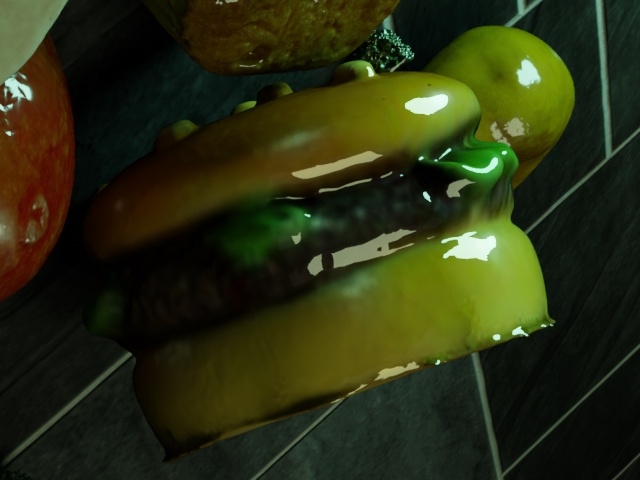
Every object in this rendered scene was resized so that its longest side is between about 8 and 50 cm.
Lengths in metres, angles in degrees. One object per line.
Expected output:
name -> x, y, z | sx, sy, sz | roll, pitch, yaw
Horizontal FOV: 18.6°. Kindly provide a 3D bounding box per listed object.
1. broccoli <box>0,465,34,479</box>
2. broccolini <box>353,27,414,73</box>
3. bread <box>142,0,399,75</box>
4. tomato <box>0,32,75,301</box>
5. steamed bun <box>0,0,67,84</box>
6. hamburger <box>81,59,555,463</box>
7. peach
broccoli -> -0.334, 0.295, 1.852 | 0.154, 0.167, 0.160 | 6, 157, -20
broccolini -> -0.013, -0.108, 1.898 | 0.254, 0.071, 0.057 | -42, -166, 1
bread -> -0.029, -0.249, 1.575 | 0.253, 0.142, 0.227 | -8, 139, -54
tomato -> -0.278, -0.033, 1.453 | 0.309, 0.170, 0.309 | -33, 147, -25
steamed bun -> -0.288, -0.212, 1.206 | 0.283, 0.177, 0.283 | -28, 140, -26
hamburger -> 0.000, 0.000, 1.690 | 0.395, 0.278, 0.396 | -20, 178, -1
peach -> 0.150, -0.103, 1.988 | 0.251, 0.153, 0.251 | -38, 156, -20
